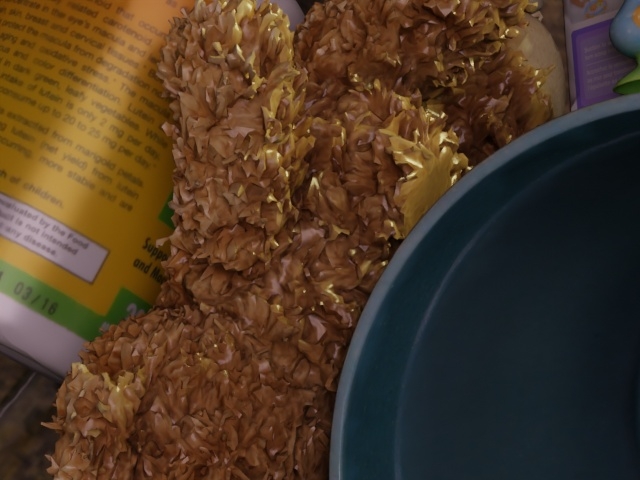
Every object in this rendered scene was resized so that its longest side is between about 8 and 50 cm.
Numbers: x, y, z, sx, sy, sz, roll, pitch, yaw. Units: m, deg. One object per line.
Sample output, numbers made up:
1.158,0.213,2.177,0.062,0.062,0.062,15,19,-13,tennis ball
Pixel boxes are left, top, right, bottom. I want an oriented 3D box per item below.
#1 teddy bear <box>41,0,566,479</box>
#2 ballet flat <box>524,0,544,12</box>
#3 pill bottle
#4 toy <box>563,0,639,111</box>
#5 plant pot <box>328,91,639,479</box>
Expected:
0.000,0.000,0.722,0.113,0.245,0.338,16,81,28,teddy bear
0.021,-0.204,0.824,0.248,0.086,0.086,37,80,-1,ballet flat
-0.088,-0.065,0.772,0.136,0.136,0.245,28,81,-3,pill bottle
0.138,-0.183,0.812,0.056,0.137,0.237,-4,85,-36,toy
0.179,0.084,0.697,0.272,0.255,0.271,0,91,25,plant pot
